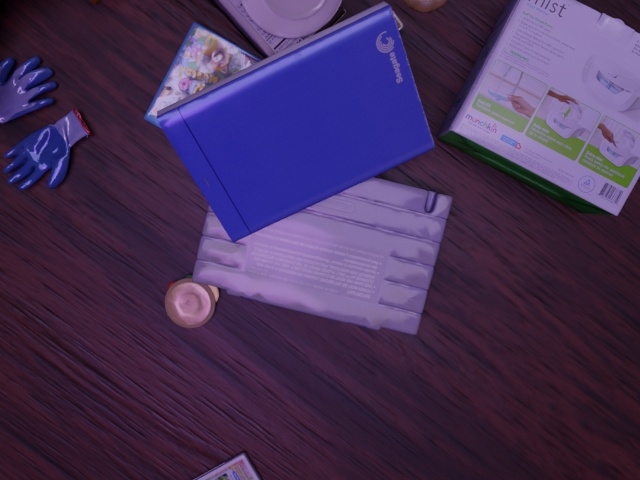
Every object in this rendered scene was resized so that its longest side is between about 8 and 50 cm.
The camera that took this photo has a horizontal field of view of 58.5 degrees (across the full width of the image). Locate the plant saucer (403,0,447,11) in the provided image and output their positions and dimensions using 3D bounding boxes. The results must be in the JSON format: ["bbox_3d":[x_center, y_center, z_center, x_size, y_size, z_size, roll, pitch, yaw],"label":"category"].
[{"bbox_3d":[0.159,-0.387,0.858,0.083,0.015,0.083,0,95,0],"label":"plant saucer"}]

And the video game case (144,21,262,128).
[{"bbox_3d":[-0.180,-0.231,0.877,0.119,0.015,0.166,29,95,-2],"label":"video game case"}]

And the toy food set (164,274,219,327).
[{"bbox_3d":[-0.206,0.097,0.904,0.083,0.020,0.083,18,96,-1],"label":"toy food set"}]

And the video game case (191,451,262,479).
[{"bbox_3d":[-0.146,0.447,0.937,0.143,0.019,0.157,-30,93,3],"label":"video game case"}]

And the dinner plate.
[{"bbox_3d":[-0.031,-0.315,0.685,0.141,0.017,0.141,-11,120,-20],"label":"dinner plate"}]

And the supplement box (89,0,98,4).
[{"bbox_3d":[-0.338,-0.486,0.799,0.194,0.129,0.191,-42,93,4],"label":"supplement box"}]

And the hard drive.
[{"bbox_3d":[-0.023,-0.148,0.769,0.319,0.040,0.210,-25,124,2],"label":"hard drive"}]

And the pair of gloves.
[{"bbox_3d":[-0.450,-0.177,0.883,0.159,0.023,0.198,-36,93,5],"label":"pair of gloves"}]

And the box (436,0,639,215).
[{"bbox_3d":[0.341,-0.195,0.817,0.262,0.127,0.231,26,94,-1],"label":"box"}]

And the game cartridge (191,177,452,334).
[{"bbox_3d":[0.000,0.000,0.876,0.355,0.068,0.230,14,99,-1],"label":"game cartridge"}]

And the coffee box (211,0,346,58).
[{"bbox_3d":[-0.121,-0.375,0.725,0.119,0.168,0.297,-44,126,5],"label":"coffee box"}]

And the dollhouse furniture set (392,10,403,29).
[{"bbox_3d":[0.058,-0.312,0.833,0.114,0.081,0.091,-37,94,4],"label":"dollhouse furniture set"}]
